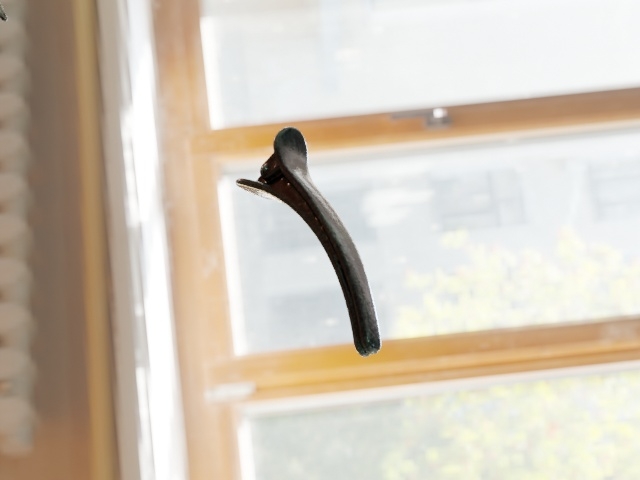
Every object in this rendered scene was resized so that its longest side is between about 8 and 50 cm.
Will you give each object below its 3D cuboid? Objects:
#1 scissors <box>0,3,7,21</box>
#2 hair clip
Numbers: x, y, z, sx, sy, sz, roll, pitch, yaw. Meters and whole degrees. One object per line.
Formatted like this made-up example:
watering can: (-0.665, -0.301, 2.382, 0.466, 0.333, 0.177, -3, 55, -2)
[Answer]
scissors: (-0.405, -0.327, 1.769, 0.300, 0.022, 0.109, 50, -39, 35)
hair clip: (0.000, 0.000, 1.479, 0.048, 0.083, 0.275, 33, 17, -42)
